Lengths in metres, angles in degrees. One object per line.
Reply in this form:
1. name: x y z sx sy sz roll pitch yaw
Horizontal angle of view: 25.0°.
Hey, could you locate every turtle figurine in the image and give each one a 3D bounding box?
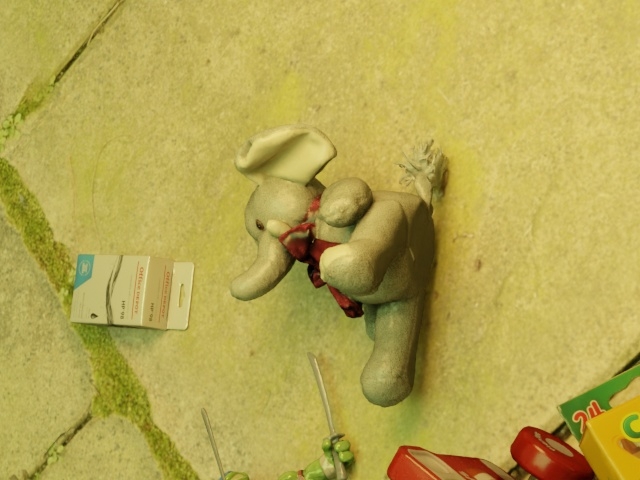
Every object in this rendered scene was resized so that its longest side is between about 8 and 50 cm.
1. turtle figurine: -0.029 0.318 1.802 0.266 0.197 0.275 31 103 31

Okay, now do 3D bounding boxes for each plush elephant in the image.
1. plush elephant: 0.000 0.000 1.809 0.255 0.272 0.330 3 54 22

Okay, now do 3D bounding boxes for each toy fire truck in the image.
1. toy fire truck: 0.235 0.332 1.579 0.302 0.254 0.169 38 103 34

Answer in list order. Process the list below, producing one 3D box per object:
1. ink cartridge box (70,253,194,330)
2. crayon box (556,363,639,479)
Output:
1. ink cartridge box: -0.275 0.074 2.098 0.180 0.060 0.104 0 81 35
2. crayon box: 0.414 0.252 1.520 0.202 0.081 0.319 -25 62 -10
